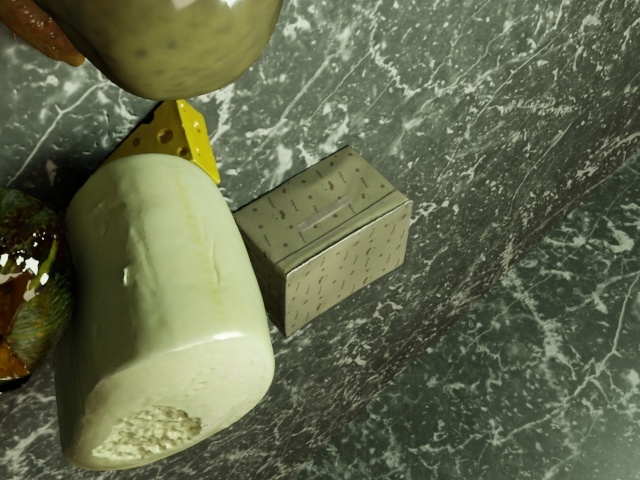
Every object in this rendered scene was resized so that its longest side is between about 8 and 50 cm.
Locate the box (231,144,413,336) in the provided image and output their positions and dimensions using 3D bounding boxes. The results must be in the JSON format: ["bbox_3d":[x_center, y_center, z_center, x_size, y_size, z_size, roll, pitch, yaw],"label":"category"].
[{"bbox_3d":[0.000,0.000,1.684,0.297,0.190,0.225,-30,149,-21],"label":"box"}]

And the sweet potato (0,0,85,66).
[{"bbox_3d":[-0.350,-0.280,0.989,0.072,0.066,0.314,-60,152,-11],"label":"sweet potato"}]

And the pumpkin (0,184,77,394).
[{"bbox_3d":[-0.467,0.059,1.106,0.320,0.192,0.320,-11,135,-11],"label":"pumpkin"}]

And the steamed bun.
[{"bbox_3d":[-0.240,0.116,1.315,0.289,0.371,0.456,0,148,-27],"label":"steamed bun"}]

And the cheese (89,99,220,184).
[{"bbox_3d":[-0.257,-0.121,1.322,0.171,0.126,0.093,-25,157,13],"label":"cheese"}]

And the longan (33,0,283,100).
[{"bbox_3d":[-0.177,-0.303,0.954,0.288,0.288,0.350,-35,158,-15],"label":"longan"}]
